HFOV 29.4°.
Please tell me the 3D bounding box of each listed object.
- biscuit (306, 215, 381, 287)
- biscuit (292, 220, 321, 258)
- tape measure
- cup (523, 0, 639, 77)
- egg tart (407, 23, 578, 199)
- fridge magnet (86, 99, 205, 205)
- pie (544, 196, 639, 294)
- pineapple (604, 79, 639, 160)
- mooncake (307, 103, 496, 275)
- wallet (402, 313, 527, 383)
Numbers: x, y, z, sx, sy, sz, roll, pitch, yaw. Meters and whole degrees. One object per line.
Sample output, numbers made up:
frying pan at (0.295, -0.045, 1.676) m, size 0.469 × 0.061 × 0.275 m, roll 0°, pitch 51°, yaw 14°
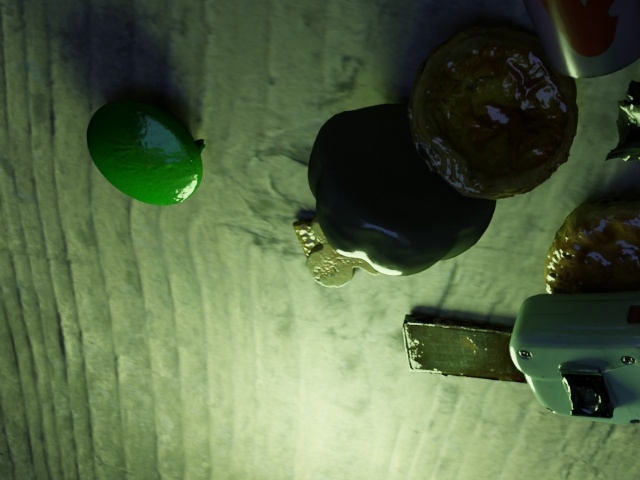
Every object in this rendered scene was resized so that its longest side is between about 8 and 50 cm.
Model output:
biscuit at (0.058, -0.003, 1.991) m, size 0.153 × 0.030 × 0.234 m, roll 34°, pitch 131°, yaw -9°
biscuit at (0.000, 0.000, 2.051) m, size 0.081 × 0.018 × 0.083 m, roll -2°, pitch 129°, yaw 30°
tape measure at (0.418, 0.178, 1.816) m, size 0.243 × 0.125 × 0.246 m, roll -2°, pitch 134°, yaw 33°
cup at (0.303, -0.345, 1.447) m, size 0.203 × 0.203 × 0.288 m, roll 1°, pitch 138°, yaw 27°
egg tart at (0.230, -0.174, 1.662) m, size 0.241 × 0.241 × 0.106 m, roll 38°, pitch 180°, yaw -10°
fridge magnet at (-0.287, -0.146, 2.008) m, size 0.208 × 0.088 × 0.208 m, roll 14°, pitch 136°, yaw 14°
pie at (0.493, 0.058, 1.806) m, size 0.339 × 0.083 × 0.339 m, roll 15°, pitch 139°, yaw 14°
pineapple at (0.512, -0.106, 1.609) m, size 0.277 × 0.119 × 0.130 m, roll 24°, pitch 157°, yaw 8°
mooncake at (0.112, -0.071, 1.747) m, size 0.275 × 0.275 × 0.135 m, roll 26°, pitch 141°, yaw 3°
wallet at (0.256, 0.185, 2.088) m, size 0.232 × 0.031 × 0.122 m, roll 5°, pitch 129°, yaw 21°
